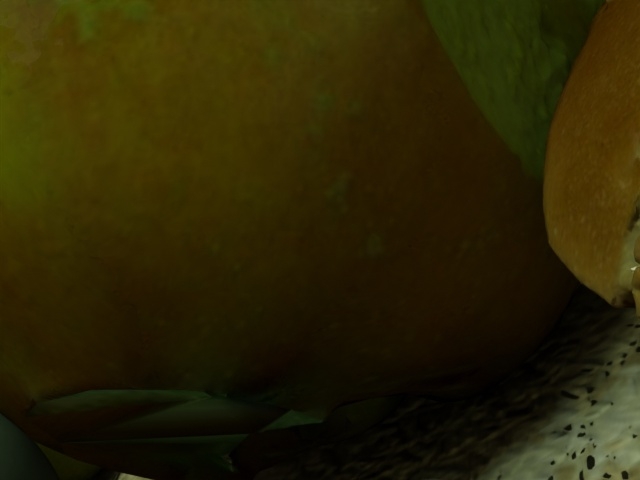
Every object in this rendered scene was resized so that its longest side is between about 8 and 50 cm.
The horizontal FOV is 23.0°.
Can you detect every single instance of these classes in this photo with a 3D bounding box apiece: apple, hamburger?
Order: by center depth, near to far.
[{"bbox_3d":[0.174,-0.066,0.614,0.283,0.144,0.156,-50,19,-25],"label":"hamburger"},{"bbox_3d":[-0.020,-0.060,0.758,0.374,0.384,0.374,-174,90,-71],"label":"apple"}]

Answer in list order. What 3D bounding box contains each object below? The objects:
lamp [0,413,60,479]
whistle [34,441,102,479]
[{"bbox_3d":[-0.208,0.171,0.764,0.197,0.198,0.244,-42,31,-9],"label":"lamp"},{"bbox_3d":[-0.197,0.134,0.953,0.123,0.123,0.223,-22,39,45],"label":"whistle"}]
